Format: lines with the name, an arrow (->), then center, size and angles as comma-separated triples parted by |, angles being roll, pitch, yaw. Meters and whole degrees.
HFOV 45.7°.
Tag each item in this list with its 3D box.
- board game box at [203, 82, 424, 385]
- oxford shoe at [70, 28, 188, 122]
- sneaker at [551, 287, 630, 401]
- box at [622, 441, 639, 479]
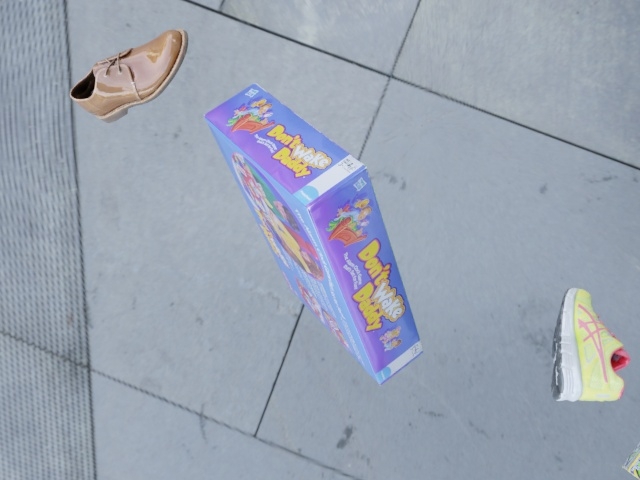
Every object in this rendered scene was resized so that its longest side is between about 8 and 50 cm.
board game box -> 0.000, 0.000, 0.955 | 0.078, 0.233, 0.347 | -36, 138, -12
oxford shoe -> -0.267, -0.232, 1.051 | 0.212, 0.076, 0.076 | -27, 59, 31
sneaker -> 0.358, 0.142, 1.005 | 0.094, 0.208, 0.081 | 8, 127, 13
box -> 0.471, 0.249, 0.997 | 0.054, 0.059, 0.169 | 36, 89, 17
